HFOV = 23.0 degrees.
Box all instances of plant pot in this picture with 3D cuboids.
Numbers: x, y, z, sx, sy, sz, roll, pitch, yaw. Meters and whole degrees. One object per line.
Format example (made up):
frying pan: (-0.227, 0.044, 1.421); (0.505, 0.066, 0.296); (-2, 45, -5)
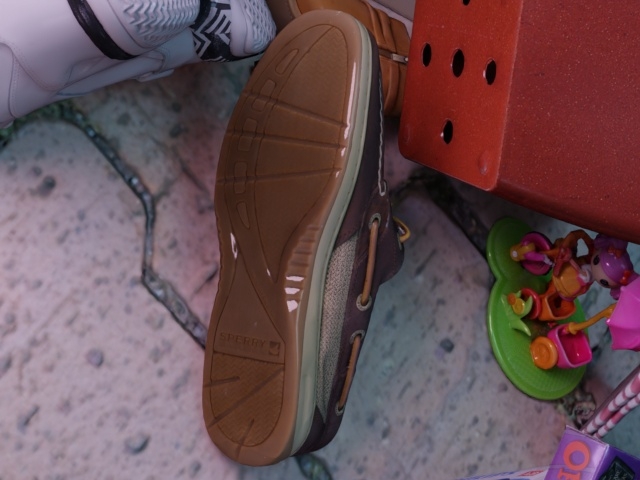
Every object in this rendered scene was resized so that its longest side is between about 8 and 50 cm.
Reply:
plant pot: (0.213, -0.138, 1.291); (0.236, 0.267, 0.267); (3, 102, -24)

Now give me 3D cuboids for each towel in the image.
towel: (0.277, 0.132, 1.367); (0.029, 0.197, 0.144); (43, 52, 10)

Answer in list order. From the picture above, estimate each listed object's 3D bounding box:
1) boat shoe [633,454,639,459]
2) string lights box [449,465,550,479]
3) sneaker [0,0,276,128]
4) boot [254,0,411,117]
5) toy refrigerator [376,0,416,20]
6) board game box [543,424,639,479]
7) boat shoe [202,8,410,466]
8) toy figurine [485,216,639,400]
boat shoe: (0.352, 0.256, 1.469); (0.183, 0.065, 0.083); (22, 62, -34)
string lights box: (0.065, 0.244, 1.191); (0.260, 0.133, 0.076); (-12, 86, -41)
sneaker: (-0.170, -0.166, 1.130); (0.366, 0.210, 0.137); (-24, 94, -76)
boot: (0.014, -0.195, 1.328); (0.152, 0.073, 0.197); (2, 88, -38)
toy refrigerator: (0.135, -0.248, 1.426); (0.270, 0.094, 0.102); (24, 62, -33)
board game box: (0.186, 0.330, 1.203); (0.208, 0.056, 0.346); (26, 87, -42)
boat shoe: (0.000, 0.000, 1.191); (0.123, 0.123, 0.342); (4, 94, -51)
toy figurine: (0.240, 0.043, 1.380); (0.130, 0.159, 0.173); (-13, 84, -41)
